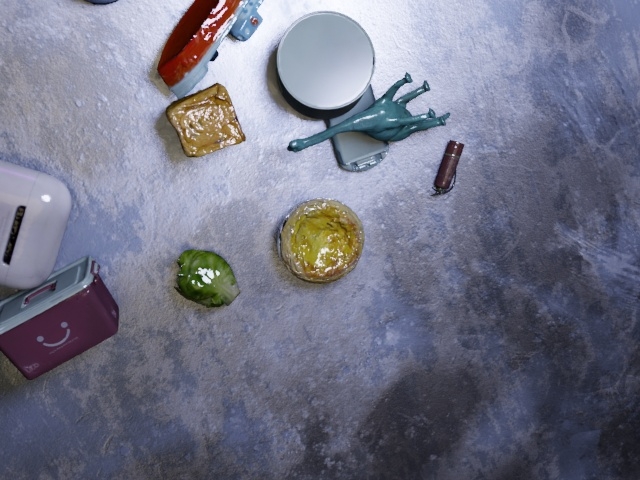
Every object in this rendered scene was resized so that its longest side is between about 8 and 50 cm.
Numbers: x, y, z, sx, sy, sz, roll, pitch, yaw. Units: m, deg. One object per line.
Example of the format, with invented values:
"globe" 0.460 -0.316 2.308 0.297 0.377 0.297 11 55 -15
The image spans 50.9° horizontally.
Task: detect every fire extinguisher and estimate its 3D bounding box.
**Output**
"fire extinguisher" 0.345 -0.187 1.804 0.078 0.045 0.157 11 101 -36

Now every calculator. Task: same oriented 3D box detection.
"calculator" 0.089 -0.298 1.720 0.141 0.045 0.246 -21 107 -6

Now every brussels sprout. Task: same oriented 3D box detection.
"brussels sprout" -0.288 0.099 1.722 0.181 0.100 0.139 31 76 -6

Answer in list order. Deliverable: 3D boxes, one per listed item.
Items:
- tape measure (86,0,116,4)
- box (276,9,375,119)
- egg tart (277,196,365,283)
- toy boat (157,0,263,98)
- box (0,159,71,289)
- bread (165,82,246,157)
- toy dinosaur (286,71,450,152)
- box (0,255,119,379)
"tape measure" -0.490 -0.620 1.491 0.182 0.107 0.181 6 96 -16
"box" 0.008 -0.408 1.593 0.226 0.149 0.226 0 90 -4
"egg tart" 0.000 0.000 1.752 0.234 0.094 0.234 -3 102 -12
"toy boat" -0.248 -0.475 1.564 0.133 0.145 0.332 36 92 -41
"box" -0.775 -0.050 1.555 0.348 0.141 0.289 18 99 -15
"bread" -0.274 -0.281 1.602 0.158 0.143 0.149 -28 108 -8
"toy dinosaur" 0.128 -0.275 1.670 0.330 0.383 0.129 -25 77 22
"box" -0.636 0.188 1.626 0.294 0.193 0.168 -28 116 -4
